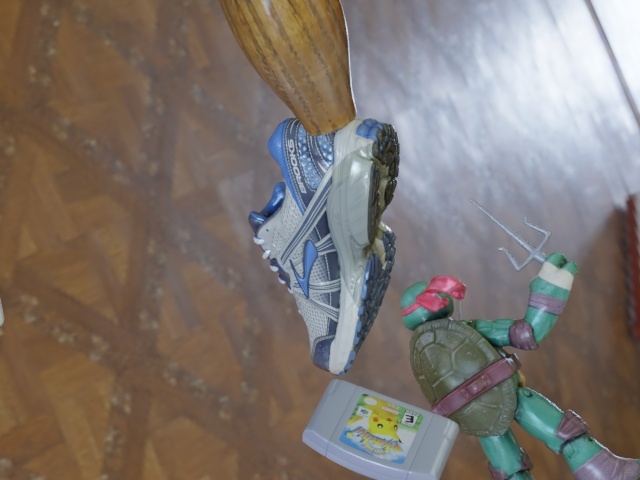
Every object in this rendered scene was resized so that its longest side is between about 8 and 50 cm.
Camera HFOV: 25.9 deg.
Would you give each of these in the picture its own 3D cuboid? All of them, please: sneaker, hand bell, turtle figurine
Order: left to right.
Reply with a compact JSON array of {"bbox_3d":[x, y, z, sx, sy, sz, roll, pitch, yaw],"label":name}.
[{"bbox_3d":[-0.043,-0.143,0.449,0.242,0.126,0.126,67,25,-22],"label":"hand bell"},{"bbox_3d":[0.000,0.000,0.599,0.052,0.058,0.135,-58,158,-48],"label":"sneaker"},{"bbox_3d":[0.126,0.099,1.021,0.118,0.175,0.234,-27,80,-36],"label":"turtle figurine"}]

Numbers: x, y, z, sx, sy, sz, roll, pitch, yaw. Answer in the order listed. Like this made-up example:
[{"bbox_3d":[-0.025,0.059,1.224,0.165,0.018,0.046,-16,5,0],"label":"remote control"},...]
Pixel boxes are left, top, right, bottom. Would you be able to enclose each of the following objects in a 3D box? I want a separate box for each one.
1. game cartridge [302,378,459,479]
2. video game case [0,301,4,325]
[{"bbox_3d":[0.035,0.114,0.811,0.056,0.083,0.017,-60,165,-46],"label":"game cartridge"},{"bbox_3d":[-0.260,-0.079,0.814,0.026,0.206,0.227,-23,122,-31],"label":"video game case"}]
